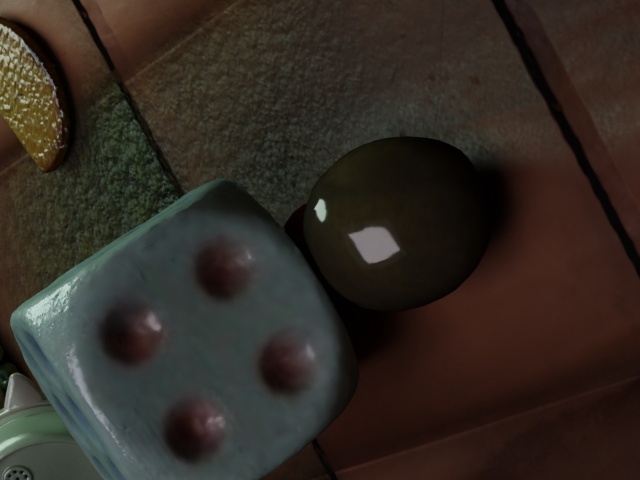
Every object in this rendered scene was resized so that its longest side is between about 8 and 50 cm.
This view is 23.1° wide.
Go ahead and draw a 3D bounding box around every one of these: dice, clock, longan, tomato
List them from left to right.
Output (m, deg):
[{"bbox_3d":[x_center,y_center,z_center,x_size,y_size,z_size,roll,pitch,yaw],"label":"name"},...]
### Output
[{"bbox_3d":[-0.325,0.319,1.915,0.265,0.108,0.324,4,109,-8],"label":"clock"},{"bbox_3d":[-0.139,0.115,1.596,0.268,0.262,0.264,57,163,-6],"label":"dice"},{"bbox_3d":[0.000,0.000,1.601,0.087,0.087,0.075,34,162,23],"label":"tomato"},{"bbox_3d":[0.073,-0.014,1.491,0.189,0.189,0.189,18,121,33],"label":"longan"}]

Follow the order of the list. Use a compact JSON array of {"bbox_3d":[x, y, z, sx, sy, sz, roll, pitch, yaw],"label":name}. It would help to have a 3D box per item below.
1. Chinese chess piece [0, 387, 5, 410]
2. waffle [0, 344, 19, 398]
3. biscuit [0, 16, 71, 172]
[{"bbox_3d":[-0.465,0.214,2.046,0.122,0.051,0.122,14,115,32],"label":"Chinese chess piece"},{"bbox_3d":[-0.516,0.200,2.150,0.292,0.056,0.309,47,130,11],"label":"waffle"},{"bbox_3d":[-0.351,-0.187,1.848,0.206,0.025,0.126,55,134,3],"label":"biscuit"}]
